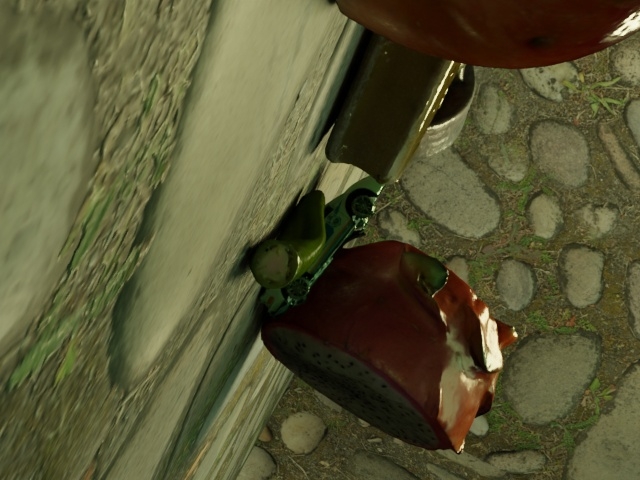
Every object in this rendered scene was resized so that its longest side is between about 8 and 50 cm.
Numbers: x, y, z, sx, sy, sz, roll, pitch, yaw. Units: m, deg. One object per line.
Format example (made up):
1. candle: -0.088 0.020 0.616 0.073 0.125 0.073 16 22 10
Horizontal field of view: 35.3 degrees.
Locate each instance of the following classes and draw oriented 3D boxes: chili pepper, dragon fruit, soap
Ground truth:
1. chili pepper: -0.024 0.005 0.849 0.052 0.050 0.201 -27 -172 14
2. dragon fruit: 0.086 0.102 1.163 0.189 0.290 0.290 -57 175 -15
3. soap: 0.095 -0.189 0.856 0.257 0.080 0.160 -66 176 36

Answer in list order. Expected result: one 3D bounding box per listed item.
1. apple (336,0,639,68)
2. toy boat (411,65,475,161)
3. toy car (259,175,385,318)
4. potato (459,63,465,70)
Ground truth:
1. apple: 0.157 -0.200 0.550 0.251 0.163 0.293 -41 165 -36
2. toy boat: 0.171 -0.256 1.461 0.293 0.111 0.276 88 26 -55
3. toy car: 0.000 0.000 1.036 0.186 0.058 0.093 -51 175 -7
4. potato: 0.158 -0.260 1.197 0.225 0.090 0.117 -56 -179 -11
